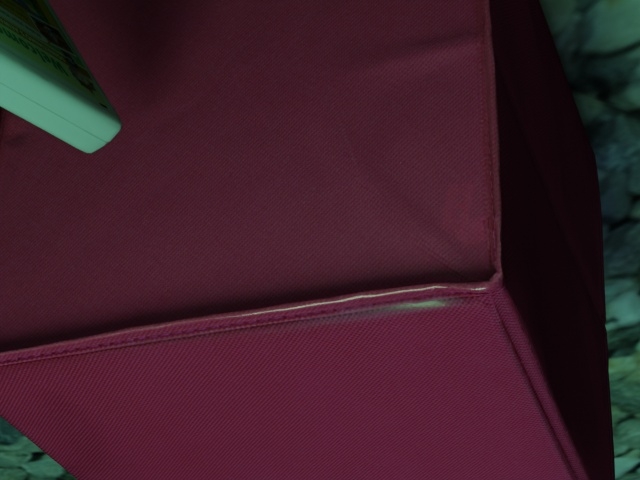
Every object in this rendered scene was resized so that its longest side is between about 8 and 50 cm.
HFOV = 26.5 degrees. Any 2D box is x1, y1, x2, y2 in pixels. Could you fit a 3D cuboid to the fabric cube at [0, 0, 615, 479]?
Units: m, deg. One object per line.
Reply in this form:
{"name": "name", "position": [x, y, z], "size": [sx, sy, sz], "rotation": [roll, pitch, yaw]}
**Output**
{"name": "fabric cube", "position": [0.000, 0.000, 0.694], "size": [0.254, 0.259, 0.258], "rotation": [-8, 146, 18]}

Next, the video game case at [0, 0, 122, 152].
{"name": "video game case", "position": [-0.178, -0.138, 0.518], "size": [0.023, 0.193, 0.212], "rotation": [-38, 154, 10]}
